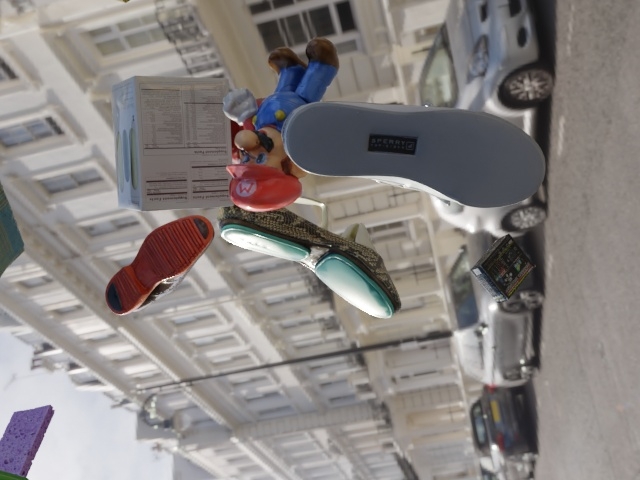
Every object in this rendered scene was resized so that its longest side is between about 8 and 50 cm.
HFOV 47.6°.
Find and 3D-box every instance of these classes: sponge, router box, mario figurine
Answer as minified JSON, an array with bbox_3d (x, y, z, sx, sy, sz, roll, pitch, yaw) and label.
[{"bbox_3d":[-0.769,0.518,1.854,0.210,0.117,0.031,-84,-23,-51],"label":"sponge"},{"bbox_3d":[0.377,0.057,1.497,0.092,0.122,0.038,51,147,-3],"label":"router box"},{"bbox_3d":[-0.075,-0.195,1.162,0.198,0.170,0.320,134,155,-62],"label":"mario figurine"}]

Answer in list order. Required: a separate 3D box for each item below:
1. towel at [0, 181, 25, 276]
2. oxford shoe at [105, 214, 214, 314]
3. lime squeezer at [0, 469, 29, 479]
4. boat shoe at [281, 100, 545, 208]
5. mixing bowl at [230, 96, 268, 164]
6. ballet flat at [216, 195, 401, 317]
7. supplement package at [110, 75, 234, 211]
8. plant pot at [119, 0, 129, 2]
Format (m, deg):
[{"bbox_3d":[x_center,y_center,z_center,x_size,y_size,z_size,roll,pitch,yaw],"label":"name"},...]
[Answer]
[{"bbox_3d":[-0.838,-0.099,1.773,0.271,0.040,0.370,-101,-3,-70],"label":"towel"},{"bbox_3d":[-0.287,0.041,1.362,0.096,0.271,0.098,61,-156,14],"label":"oxford shoe"},{"bbox_3d":[-0.425,0.165,0.675,0.058,0.311,0.110,-58,-9,-15],"label":"lime squeezer"},{"bbox_3d":[0.123,-0.128,1.026,0.156,0.367,0.135,-118,33,-73],"label":"boat shoe"},{"bbox_3d":[-0.157,-0.231,1.584,0.098,0.181,0.181,3,-110,-37],"label":"mixing bowl"},{"bbox_3d":[0.000,0.000,1.665,0.164,0.483,0.182,-39,28,57],"label":"ballet flat"},{"bbox_3d":[-0.312,-0.199,1.517,0.199,0.198,0.262,9,103,61],"label":"supplement package"},{"bbox_3d":[-0.335,-0.452,1.207,0.083,0.081,0.081,21,148,45],"label":"plant pot"}]
